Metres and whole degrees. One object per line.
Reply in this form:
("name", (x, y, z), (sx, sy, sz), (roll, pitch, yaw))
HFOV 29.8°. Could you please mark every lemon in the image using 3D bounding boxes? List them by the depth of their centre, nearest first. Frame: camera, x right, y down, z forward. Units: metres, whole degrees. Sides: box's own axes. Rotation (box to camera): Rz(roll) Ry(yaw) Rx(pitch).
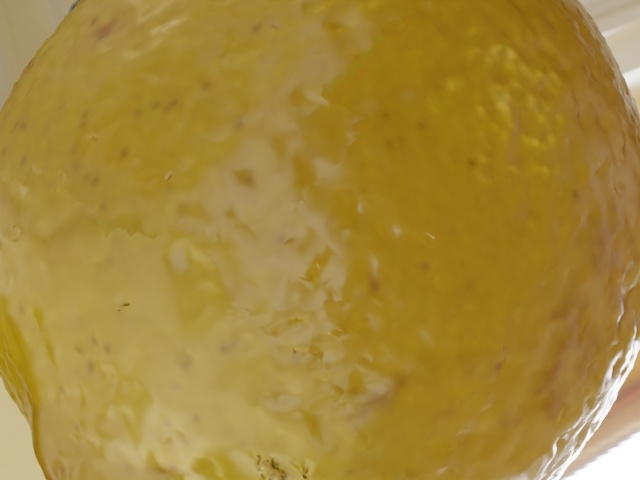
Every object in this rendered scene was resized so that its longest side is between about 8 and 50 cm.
("lemon", (-0.001, 0.001, 0.486), (0.293, 0.293, 0.293), (53, -154, -39))

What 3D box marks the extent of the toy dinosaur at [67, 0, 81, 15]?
("toy dinosaur", (-0.064, -0.199, 1.195), (0.362, 0.076, 0.147), (17, -138, -15))
